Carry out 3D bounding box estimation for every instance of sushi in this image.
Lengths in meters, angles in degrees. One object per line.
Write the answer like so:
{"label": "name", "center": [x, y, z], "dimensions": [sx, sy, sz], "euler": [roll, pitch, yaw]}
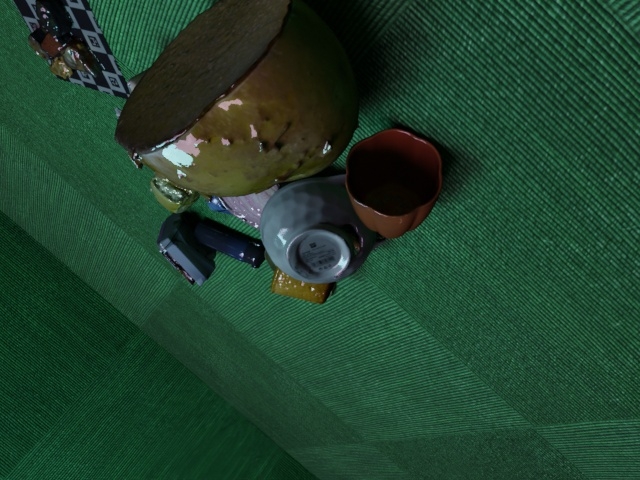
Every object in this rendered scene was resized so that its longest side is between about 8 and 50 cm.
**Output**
{"label": "sushi", "center": [-0.688, -0.523, 1.748], "dimensions": [0.343, 0.064, 0.359], "euler": [20, 146, 30]}

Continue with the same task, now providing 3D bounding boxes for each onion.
{"label": "onion", "center": [-0.157, -0.146, 1.631], "dimensions": [0.247, 0.111, 0.250], "euler": [26, 149, 23]}

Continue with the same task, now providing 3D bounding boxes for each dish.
{"label": "dish", "center": [0.000, 0.000, 1.517], "dimensions": [0.303, 0.120, 0.303], "euler": [0, 126, 0]}

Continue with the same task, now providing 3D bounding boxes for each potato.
{"label": "potato", "center": [-0.119, -0.222, 1.221], "dimensions": [0.319, 0.385, 0.442], "euler": [38, 162, -33]}

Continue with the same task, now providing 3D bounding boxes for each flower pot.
{"label": "flower pot", "center": [0.142, -0.093, 1.315], "dimensions": [0.191, 0.190, 0.173], "euler": [29, 160, 17]}

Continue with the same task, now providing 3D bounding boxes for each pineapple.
{"label": "pineapple", "center": [0.100, 0.007, 1.656], "dimensions": [0.083, 0.019, 0.045], "euler": [29, 144, 18]}

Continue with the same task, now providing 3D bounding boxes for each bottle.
{"label": "bottle", "center": [-0.270, 0.008, 2.023], "dimensions": [0.244, 0.082, 0.072], "euler": [24, -168, 27]}

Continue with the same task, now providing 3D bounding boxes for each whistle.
{"label": "whistle", "center": [-0.261, -0.119, 1.840], "dimensions": [0.090, 0.090, 0.158], "euler": [8, 178, 43]}

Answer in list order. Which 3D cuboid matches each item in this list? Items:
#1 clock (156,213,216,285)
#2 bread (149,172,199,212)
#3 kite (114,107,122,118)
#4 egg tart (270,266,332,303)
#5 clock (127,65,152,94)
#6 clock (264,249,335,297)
{"label": "clock", "center": [-0.418, 0.020, 2.111], "dimensions": [0.186, 0.083, 0.253], "euler": [51, -173, -21]}
{"label": "bread", "center": [-0.367, -0.167, 1.769], "dimensions": [0.124, 0.186, 0.257], "euler": [35, 159, -3]}
{"label": "kite", "center": [-0.491, -0.304, 1.891], "dimensions": [0.229, 0.016, 0.127], "euler": [22, 150, 33]}
{"label": "egg tart", "center": [-0.028, 0.070, 1.724], "dimensions": [0.147, 0.202, 0.202], "euler": [23, 149, 7]}
{"label": "clock", "center": [-0.351, -0.318, 1.570], "dimensions": [0.071, 0.147, 0.192], "euler": [39, 155, 28]}
{"label": "clock", "center": [-0.060, 0.088, 1.940], "dimensions": [0.235, 0.029, 0.235], "euler": [28, 150, 18]}
